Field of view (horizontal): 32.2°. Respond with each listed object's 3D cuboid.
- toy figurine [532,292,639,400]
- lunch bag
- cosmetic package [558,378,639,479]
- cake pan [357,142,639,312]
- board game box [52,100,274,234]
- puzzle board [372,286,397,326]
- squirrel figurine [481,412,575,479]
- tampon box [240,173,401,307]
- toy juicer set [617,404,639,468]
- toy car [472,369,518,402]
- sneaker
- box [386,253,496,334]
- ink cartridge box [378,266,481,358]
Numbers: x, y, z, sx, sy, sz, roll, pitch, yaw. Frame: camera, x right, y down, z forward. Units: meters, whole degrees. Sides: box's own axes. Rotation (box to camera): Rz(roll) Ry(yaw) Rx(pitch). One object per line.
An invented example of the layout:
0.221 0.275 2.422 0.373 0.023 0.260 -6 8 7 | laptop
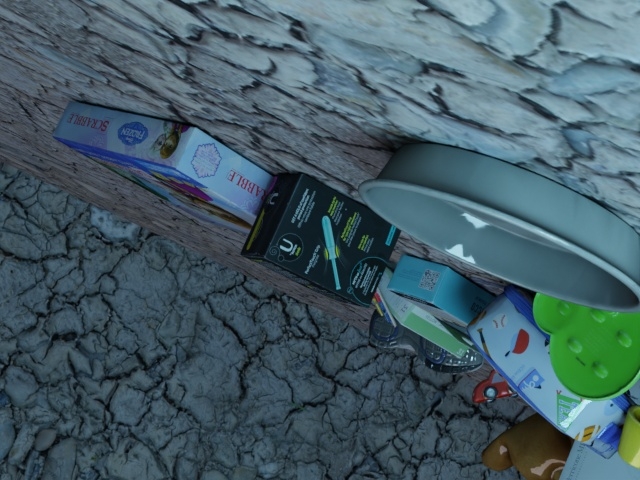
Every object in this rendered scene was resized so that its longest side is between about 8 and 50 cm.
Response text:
0.355 0.122 1.312 0.159 0.130 0.173 18 -160 -42 | toy figurine
0.335 0.189 1.523 0.243 0.115 0.303 45 -174 29 | lunch bag
0.536 0.343 1.778 0.225 0.224 0.138 18 171 39 | cosmetic package
0.179 -0.013 1.056 0.293 0.054 0.293 24 173 3 | cake pan
-0.175 -0.087 1.604 0.319 0.065 0.318 17 170 47 | board game box
0.081 0.076 1.835 0.128 0.011 0.096 64 170 -30 | puzzle board
0.538 0.458 2.028 0.281 0.370 0.397 -16 156 -20 | squirrel figurine
0.000 0.000 1.453 0.161 0.120 0.101 27 171 -21 | tampon box
0.547 0.260 1.442 0.209 0.089 0.329 34 -153 35 | toy juicer set
0.397 0.224 1.883 0.239 0.053 0.225 -23 161 36 | toy car
0.238 0.203 2.323 0.129 0.111 0.297 10 -172 -41 | sneaker
0.220 0.101 1.705 0.244 0.060 0.101 30 171 -41 | box
0.201 0.149 1.848 0.171 0.056 0.235 31 -167 -39 | ink cartridge box
